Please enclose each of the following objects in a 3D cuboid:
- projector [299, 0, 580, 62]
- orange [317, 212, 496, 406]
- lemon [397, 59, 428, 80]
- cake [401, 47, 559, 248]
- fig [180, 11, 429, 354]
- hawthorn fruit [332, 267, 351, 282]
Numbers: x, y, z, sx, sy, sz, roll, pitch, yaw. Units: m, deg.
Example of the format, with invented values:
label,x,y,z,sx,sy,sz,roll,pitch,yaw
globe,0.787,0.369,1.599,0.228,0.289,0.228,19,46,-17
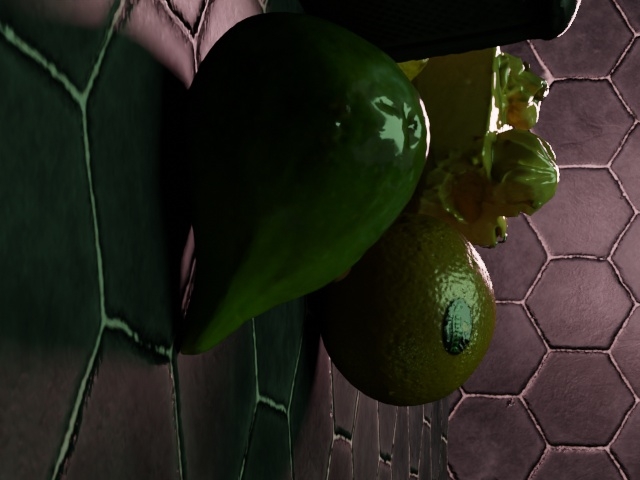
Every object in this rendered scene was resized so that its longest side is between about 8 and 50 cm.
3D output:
label,x,y,z,sx,sy,sz,roll,pitch,yaw
projector,0.079,-0.410,1.015,0.405,0.242,0.395,58,41,-39
orange,0.103,0.084,1.567,0.236,0.236,0.236,1,90,-79
lemon,0.066,-0.245,1.549,0.187,0.142,0.142,-38,128,-78
cake,0.171,-0.128,1.719,0.222,0.286,0.227,74,20,-57
fig,-0.035,-0.030,1.014,0.275,0.206,0.206,-64,164,-9
hawthorn fruit,0.000,0.000,1.425,0.067,0.067,0.103,-62,149,-68
